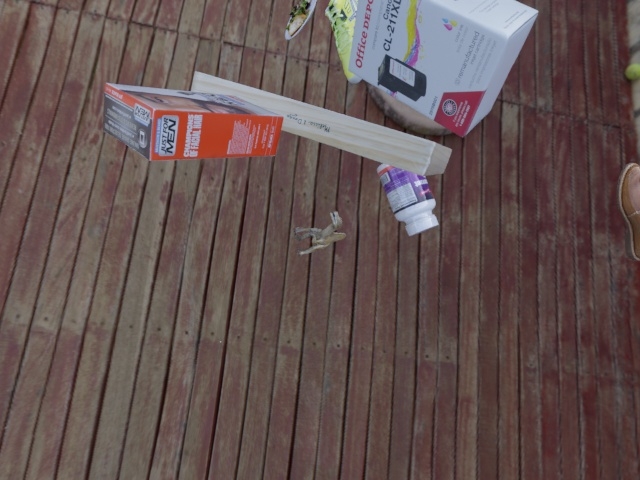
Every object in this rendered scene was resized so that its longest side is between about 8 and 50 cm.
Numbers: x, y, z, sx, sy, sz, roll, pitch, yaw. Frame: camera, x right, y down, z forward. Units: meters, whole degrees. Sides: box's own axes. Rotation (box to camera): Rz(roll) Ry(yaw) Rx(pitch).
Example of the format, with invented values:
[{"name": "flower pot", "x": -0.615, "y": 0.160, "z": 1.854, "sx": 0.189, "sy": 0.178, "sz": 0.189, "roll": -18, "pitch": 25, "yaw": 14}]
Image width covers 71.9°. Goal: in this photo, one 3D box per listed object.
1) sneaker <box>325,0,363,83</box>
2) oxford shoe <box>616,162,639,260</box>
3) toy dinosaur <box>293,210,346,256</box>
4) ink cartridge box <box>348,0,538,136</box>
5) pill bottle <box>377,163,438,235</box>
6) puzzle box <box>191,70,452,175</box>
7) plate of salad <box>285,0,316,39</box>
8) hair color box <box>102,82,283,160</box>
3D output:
[{"name": "sneaker", "x": 0.082, "y": -0.674, "z": 1.395, "sx": 0.147, "sy": 0.145, "sz": 0.385, "roll": 5, "pitch": 73, "yaw": -33}, {"name": "oxford shoe", "x": 0.650, "y": -0.055, "z": 0.876, "sx": 0.076, "sy": 0.076, "sz": 0.212, "roll": -27, "pitch": 105, "yaw": -13}, {"name": "toy dinosaur", "x": 0.000, "y": 0.000, "z": 0.812, "sx": 0.092, "sy": 0.183, "sz": 0.053, "roll": -8, "pitch": 76, "yaw": -7}, {"name": "ink cartridge box", "x": 0.124, "y": -0.220, "z": 0.498, "sx": 0.175, "sy": 0.127, "sz": 0.072, "roll": 37, "pitch": 61, "yaw": 19}, {"name": "pill bottle", "x": 0.226, "y": -0.114, "z": 1.120, "sx": 0.108, "sy": 0.108, "sz": 0.193, "roll": -19, "pitch": 84, "yaw": -16}, {"name": "puzzle box", "x": 0.017, "y": -0.201, "z": 0.779, "sx": 0.409, "sy": 0.272, "sz": 0.052, "roll": 22, "pitch": 107, "yaw": 18}, {"name": "plate of salad", "x": -0.077, "y": -0.818, "z": 1.582, "sx": 0.048, "sy": 0.200, "sz": 0.200, "roll": 23, "pitch": 72, "yaw": -31}, {"name": "hair color box", "x": -0.133, "y": -0.129, "z": 0.483, "sx": 0.093, "sy": 0.053, "sz": 0.167, "roll": 31, "pitch": 29, "yaw": 30}]
